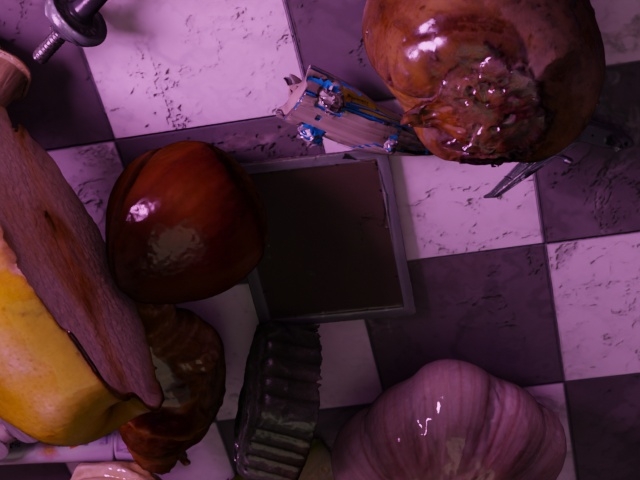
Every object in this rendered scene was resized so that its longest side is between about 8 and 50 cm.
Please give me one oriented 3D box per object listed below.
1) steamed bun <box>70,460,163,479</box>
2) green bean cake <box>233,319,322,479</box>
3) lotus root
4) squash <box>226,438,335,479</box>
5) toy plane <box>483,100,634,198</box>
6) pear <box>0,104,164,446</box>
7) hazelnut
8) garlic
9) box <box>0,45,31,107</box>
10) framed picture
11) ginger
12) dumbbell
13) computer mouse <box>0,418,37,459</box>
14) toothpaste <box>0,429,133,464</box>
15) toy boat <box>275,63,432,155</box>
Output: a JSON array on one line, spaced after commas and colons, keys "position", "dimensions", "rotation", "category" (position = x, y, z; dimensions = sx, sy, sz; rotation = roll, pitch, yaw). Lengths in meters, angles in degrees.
[{"position": [-0.344, 0.481, 2.025], "dimensions": [0.247, 0.189, 0.428], "rotation": [20, 143, 8], "category": "steamed bun"}, {"position": [-0.059, 0.216, 1.821], "dimensions": [0.094, 0.181, 0.173], "rotation": [9, 138, -8], "category": "green bean cake"}, {"position": [0.172, -0.192, 1.464], "dimensions": [0.272, 0.192, 0.272], "rotation": [3, 122, 4], "category": "lotus root"}, {"position": [-0.067, 0.401, 2.084], "dimensions": [0.204, 0.155, 0.237], "rotation": [-37, 125, -15], "category": "squash"}, {"position": [0.270, -0.139, 1.604], "dimensions": [0.226, 0.058, 0.226], "rotation": [17, 112, -10], "category": "toy plane"}, {"position": [-0.347, 0.060, 1.522], "dimensions": [0.191, 0.386, 0.340], "rotation": [-28, 158, 8], "category": "pear"}, {"position": [-0.170, -0.014, 1.630], "dimensions": [0.208, 0.208, 0.208], "rotation": [2, 129, 2], "category": "hazelnut"}, {"position": [0.179, 0.308, 1.876], "dimensions": [0.322, 0.241, 0.322], "rotation": [-4, 149, -2], "category": "garlic"}, {"position": [-0.423, -0.203, 1.576], "dimensions": [0.177, 0.111, 0.111], "rotation": [24, 126, -10], "category": "box"}, {"position": [0.000, 0.000, 1.758], "dimensions": [0.216, 0.016, 0.273], "rotation": [-5, 128, 8], "category": "framed picture"}, {"position": [-0.264, 0.170, 1.824], "dimensions": [0.274, 0.152, 0.357], "rotation": [-22, 122, 20], "category": "ginger"}, {"position": [-0.235, -0.280, 1.508], "dimensions": [0.081, 0.081, 0.254], "rotation": [37, 121, -24], "category": "dumbbell"}, {"position": [-0.473, 0.195, 1.877], "dimensions": [0.145, 0.082, 0.236], "rotation": [-25, 111, 9], "category": "computer mouse"}, {"position": [-0.408, 0.285, 1.974], "dimensions": [0.323, 0.100, 0.066], "rotation": [0, 153, -1], "category": "toothpaste"}, {"position": [0.048, -0.137, 1.620], "dimensions": [0.210, 0.066, 0.084], "rotation": [19, 132, -24], "category": "toy boat"}]
